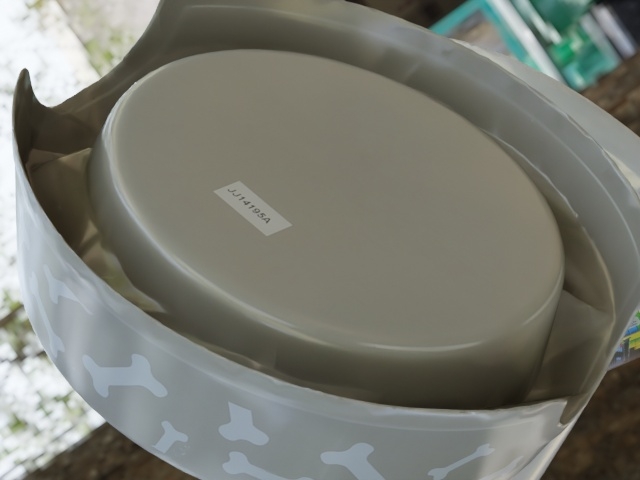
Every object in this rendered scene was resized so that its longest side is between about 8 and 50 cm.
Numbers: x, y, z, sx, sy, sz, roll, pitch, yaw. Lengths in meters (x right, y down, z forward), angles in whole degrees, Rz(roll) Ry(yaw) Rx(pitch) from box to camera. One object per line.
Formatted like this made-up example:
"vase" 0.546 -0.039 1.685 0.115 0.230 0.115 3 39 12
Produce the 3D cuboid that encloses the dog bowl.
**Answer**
"dog bowl" 0.000 0.000 0.889 0.348 0.102 0.349 13 -144 -10

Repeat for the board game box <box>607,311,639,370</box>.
"board game box" 0.129 0.048 1.211 0.048 0.170 0.141 70 178 -59

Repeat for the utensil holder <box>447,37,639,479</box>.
"utensil holder" 0.118 0.063 1.561 0.327 0.385 0.327 31 169 7
